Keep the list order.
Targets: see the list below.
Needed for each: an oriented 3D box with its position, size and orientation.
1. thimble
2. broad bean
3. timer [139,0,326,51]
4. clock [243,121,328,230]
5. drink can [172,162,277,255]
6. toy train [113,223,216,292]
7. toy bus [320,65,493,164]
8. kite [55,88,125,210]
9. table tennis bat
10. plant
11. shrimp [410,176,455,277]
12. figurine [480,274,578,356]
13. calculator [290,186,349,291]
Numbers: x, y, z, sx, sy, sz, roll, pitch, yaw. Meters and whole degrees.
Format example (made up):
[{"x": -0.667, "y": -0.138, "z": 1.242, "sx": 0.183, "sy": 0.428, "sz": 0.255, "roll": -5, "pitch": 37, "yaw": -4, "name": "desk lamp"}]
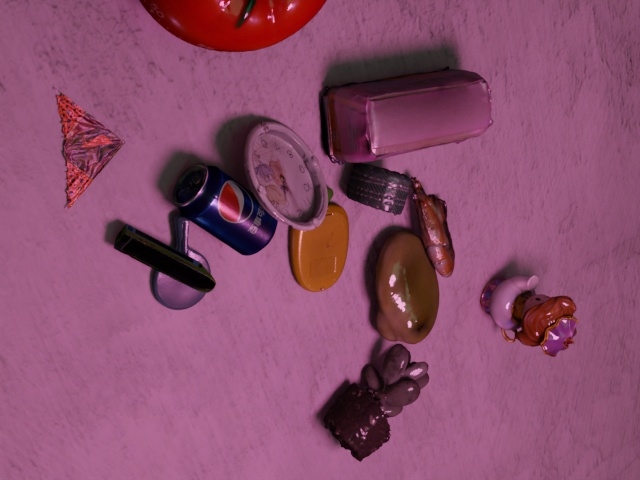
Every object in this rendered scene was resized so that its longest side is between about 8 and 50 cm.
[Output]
[{"x": 0.126, "y": -0.112, "z": 2.045, "sx": 0.118, "sy": 0.135, "sz": 0.090, "roll": 13, "pitch": 97, "yaw": -33, "name": "thimble"}, {"x": 0.201, "y": 0.107, "z": 2.183, "sx": 0.189, "sy": 0.121, "sz": 0.263, "roll": -19, "pitch": 114, "yaw": -40, "name": "broad bean"}, {"x": -0.155, "y": -0.513, "z": 1.625, "sx": 0.378, "sy": 0.279, "sz": 0.378, "roll": -11, "pitch": 112, "yaw": -29, "name": "timer"}, {"x": -0.077, "y": -0.123, "z": 1.898, "sx": 0.236, "sy": 0.053, "sz": 0.236, "roll": 31, "pitch": 47, "yaw": -41, "name": "clock"}, {"x": -0.184, "y": -0.060, "z": 1.857, "sx": 0.205, "sy": 0.118, "sz": 0.118, "roll": 35, "pitch": 84, "yaw": -37, "name": "drink can"}, {"x": -0.293, "y": 0.036, "z": 1.828, "sx": 0.209, "sy": 0.042, "sz": 0.044, "roll": 30, "pitch": 120, "yaw": -25, "name": "toy train"}, {"x": 0.202, "y": -0.265, "z": 2.033, "sx": 0.386, "sy": 0.162, "sz": 0.171, "roll": -16, "pitch": 113, "yaw": -31, "name": "toy bus"}, {"x": -0.411, "y": -0.170, "z": 1.728, "sx": 0.125, "sy": 0.008, "sz": 0.222, "roll": -12, "pitch": 112, "yaw": -32, "name": "kite"}, {"x": -0.273, "y": 0.044, "z": 1.883, "sx": 0.124, "sy": 0.033, "sz": 0.201, "roll": -9, "pitch": 112, "yaw": -30, "name": "table tennis bat"}, {"x": 0.137, "y": 0.372, "z": 2.214, "sx": 0.274, "sy": 0.149, "sz": 0.146, "roll": -47, "pitch": 142, "yaw": -10, "name": "plant"}, {"x": 0.271, "y": -0.039, "z": 2.198, "sx": 0.145, "sy": 0.059, "sz": 0.254, "roll": -34, "pitch": 108, "yaw": -63, "name": "shrimp"}, {"x": 0.521, "y": 0.181, "z": 2.340, "sx": 0.142, "sy": 0.263, "sz": 0.189, "roll": -10, "pitch": 113, "yaw": -34, "name": "figurine"}, {"x": 0.000, "y": 0.000, "z": 2.059, "sx": 0.146, "sy": 0.032, "sz": 0.234, "roll": -12, "pitch": 114, "yaw": -32, "name": "calculator"}]
